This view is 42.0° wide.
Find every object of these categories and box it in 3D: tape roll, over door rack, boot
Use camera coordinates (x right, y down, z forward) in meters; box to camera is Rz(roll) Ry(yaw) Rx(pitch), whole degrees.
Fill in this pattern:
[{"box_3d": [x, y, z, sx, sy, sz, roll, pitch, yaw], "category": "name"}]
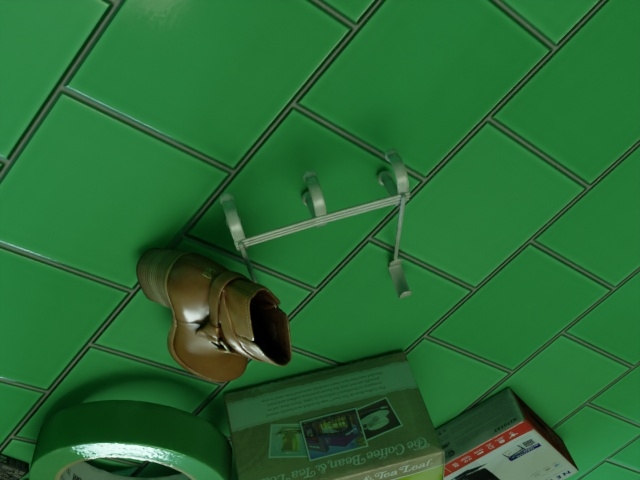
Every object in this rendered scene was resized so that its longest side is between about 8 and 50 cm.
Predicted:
[{"box_3d": [-0.307, 0.375, 1.372, 0.321, 0.077, 0.321, 1, 138, 1], "category": "tape roll"}, {"box_3d": [0.000, 0.000, 1.166, 0.240, 0.108, 0.324, -16, 149, -3], "category": "over door rack"}, {"box_3d": [-0.115, 0.127, 1.157, 0.109, 0.220, 0.283, -48, 135, -32], "category": "boot"}]

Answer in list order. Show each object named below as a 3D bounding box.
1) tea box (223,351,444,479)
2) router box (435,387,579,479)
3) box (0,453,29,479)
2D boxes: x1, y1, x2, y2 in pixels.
[{"box_3d": [0.027, 0.405, 1.463, 0.329, 0.220, 0.323, -12, 135, -7], "category": "tea box"}, {"box_3d": [0.323, 0.472, 1.722, 0.335, 0.082, 0.301, -35, 133, 15], "category": "router box"}, {"box_3d": [-0.544, 0.387, 1.400, 0.067, 0.018, 0.083, -39, 132, 18], "category": "box"}]
